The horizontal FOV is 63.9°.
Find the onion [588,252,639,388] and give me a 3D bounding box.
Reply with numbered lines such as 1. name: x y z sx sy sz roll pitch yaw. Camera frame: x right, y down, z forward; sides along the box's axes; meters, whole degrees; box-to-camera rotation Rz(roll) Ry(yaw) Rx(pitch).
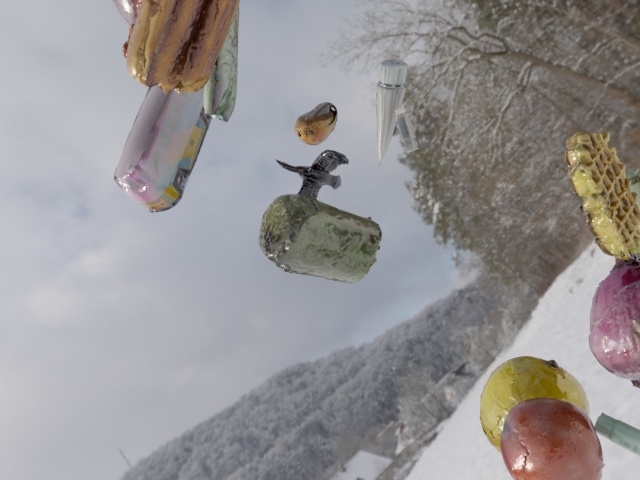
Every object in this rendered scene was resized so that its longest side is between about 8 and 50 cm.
1. onion: 0.751 0.153 1.149 0.268 0.348 0.159 7 -18 -18

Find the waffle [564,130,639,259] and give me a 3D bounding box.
1. waffle: 0.642 -0.109 1.164 0.284 0.309 0.065 16 -25 -35

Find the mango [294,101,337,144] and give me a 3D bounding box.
1. mango: -0.016 -0.483 2.113 0.151 0.156 0.248 96 -165 -46

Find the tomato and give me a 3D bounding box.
1. tomato: 0.477 0.436 1.080 0.208 0.185 0.207 5 -90 -85

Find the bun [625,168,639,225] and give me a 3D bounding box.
1. bun: 0.910 -0.136 1.478 0.204 0.126 0.212 -14 30 15

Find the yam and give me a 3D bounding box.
1. yam: 0.000 0.000 1.303 0.300 0.195 0.195 14 -55 -35

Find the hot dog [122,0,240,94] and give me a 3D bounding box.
1. hot dog: -0.202 -0.396 0.794 0.158 0.117 0.348 -14 -47 -64

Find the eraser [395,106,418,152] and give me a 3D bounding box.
1. eraser: 0.237 -0.304 1.408 0.029 0.121 0.052 -14 9 27

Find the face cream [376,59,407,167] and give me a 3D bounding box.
1. face cream: 0.211 -0.393 1.591 0.143 0.089 0.314 -74 -11 -56

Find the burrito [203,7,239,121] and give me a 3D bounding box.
1. burrito: -0.200 -0.380 1.018 0.066 0.308 0.096 -4 -8 16

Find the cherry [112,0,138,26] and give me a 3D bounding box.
1. cherry: -0.393 -0.624 1.216 0.231 0.203 0.299 3 -83 -28

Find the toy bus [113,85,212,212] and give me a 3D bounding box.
1. toy bus: -0.441 -0.278 1.433 0.162 0.171 0.385 34 -117 -43

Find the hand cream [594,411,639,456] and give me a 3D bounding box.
1. hand cream: 0.678 0.427 1.059 0.050 0.205 0.078 -24 -55 -40

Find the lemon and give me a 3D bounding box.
1. lemon: 0.586 0.472 1.426 0.297 0.297 0.297 -38 -19 -16

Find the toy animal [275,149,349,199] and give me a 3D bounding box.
1. toy animal: -0.035 -0.181 1.483 0.272 0.197 0.160 -62 -9 26
